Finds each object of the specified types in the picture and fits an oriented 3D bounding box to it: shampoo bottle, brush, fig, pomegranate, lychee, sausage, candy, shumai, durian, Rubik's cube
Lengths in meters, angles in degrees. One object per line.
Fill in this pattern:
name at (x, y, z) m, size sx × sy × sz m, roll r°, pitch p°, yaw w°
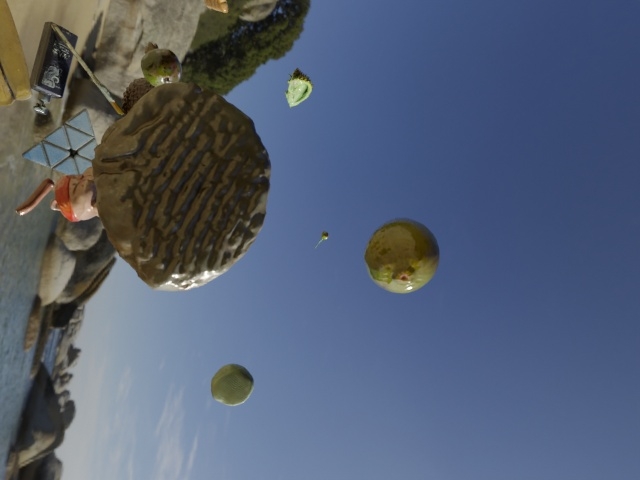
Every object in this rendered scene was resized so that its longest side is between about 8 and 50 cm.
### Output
shampoo bottle at (-0.956, -0.600, 1.444) m, size 0.071 × 0.098 × 0.310 m, roll 13°, pitch -92°, yaw 27°
brush at (-0.823, -0.602, 1.453) m, size 0.020 × 0.337 × 0.085 m, roll -41°, pitch -142°, yaw -15°
fig at (0.224, 0.039, 1.133) m, size 0.230 × 0.207 × 0.207 m, roll -54°, pitch 165°, yaw -75°
pomegranate at (-0.471, -0.519, 1.195) m, size 0.114 × 0.114 × 0.142 m, roll -46°, pitch -112°, yaw 44°
lychee at (-0.665, -0.547, 1.600) m, size 0.238 × 0.200 × 0.200 m, roll -61°, pitch -152°, yaw -9°
sausage at (-1.098, -0.169, 1.572) m, size 0.177 × 0.040 × 0.047 m, roll -62°, pitch -166°, yaw -25°
candy at (0.000, 0.000, 1.980) m, size 0.123 × 0.035 × 0.035 m, roll -50°, pitch -144°, yaw 41°
shumai at (-0.245, -0.072, 0.702) m, size 0.262 × 0.266 × 0.314 m, roll -6°, pitch -107°, yaw 62°
durian at (-0.082, -0.566, 1.493) m, size 0.100 × 0.086 × 0.215 m, roll -48°, pitch 174°, yaw -13°
Rubik's cube at (-0.941, -0.357, 1.589) m, size 0.228 × 0.233 × 0.228 m, roll 10°, pitch -106°, yaw 23°

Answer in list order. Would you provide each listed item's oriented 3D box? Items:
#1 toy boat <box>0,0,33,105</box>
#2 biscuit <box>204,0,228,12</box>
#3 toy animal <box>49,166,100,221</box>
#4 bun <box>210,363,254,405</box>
toy boat at (-0.728, -0.453, 0.879) m, size 0.089 × 0.121 × 0.321 m, roll -64°, pitch 168°, yaw -49°
biscuit at (-0.350, -0.815, 1.288) m, size 0.250 × 0.030 × 0.160 m, roll 51°, pitch -23°, yaw 49°
toy animal at (-0.662, -0.120, 1.186) m, size 0.171 × 0.197 × 0.171 m, roll -33°, pitch -134°, yaw 42°
bun at (-0.448, 0.719, 2.057) m, size 0.108 × 0.221 × 0.221 m, roll 35°, pitch -70°, yaw 65°
